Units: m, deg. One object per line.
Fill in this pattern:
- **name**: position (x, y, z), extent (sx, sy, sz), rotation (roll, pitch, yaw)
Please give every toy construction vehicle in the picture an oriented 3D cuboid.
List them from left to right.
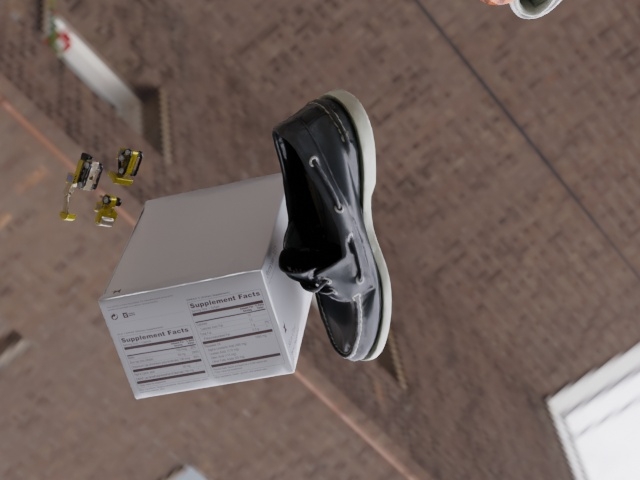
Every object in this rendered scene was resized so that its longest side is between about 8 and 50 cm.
- **toy construction vehicle**: position (-0.259, -0.067, 1.712), extent (0.035, 0.086, 0.098), rotation (27, -77, 33)

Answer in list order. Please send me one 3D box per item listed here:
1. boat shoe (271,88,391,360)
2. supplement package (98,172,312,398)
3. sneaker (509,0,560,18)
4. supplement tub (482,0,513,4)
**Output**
- **boat shoe**: position (0.002, 0.001, 1.688), extent (0.113, 0.340, 0.127), rotation (-22, -144, -30)
- **supplement package**: position (-0.128, 0.050, 1.802), extent (0.204, 0.145, 0.262), rotation (-11, -153, 13)
- **sneaker**: position (0.295, -0.414, 1.797), extent (0.169, 0.108, 0.292), rotation (-98, -161, -49)
- **supplement tub**: position (0.111, -0.283, 1.218), extent (0.117, 0.190, 0.117), rotation (-24, -131, 31)
